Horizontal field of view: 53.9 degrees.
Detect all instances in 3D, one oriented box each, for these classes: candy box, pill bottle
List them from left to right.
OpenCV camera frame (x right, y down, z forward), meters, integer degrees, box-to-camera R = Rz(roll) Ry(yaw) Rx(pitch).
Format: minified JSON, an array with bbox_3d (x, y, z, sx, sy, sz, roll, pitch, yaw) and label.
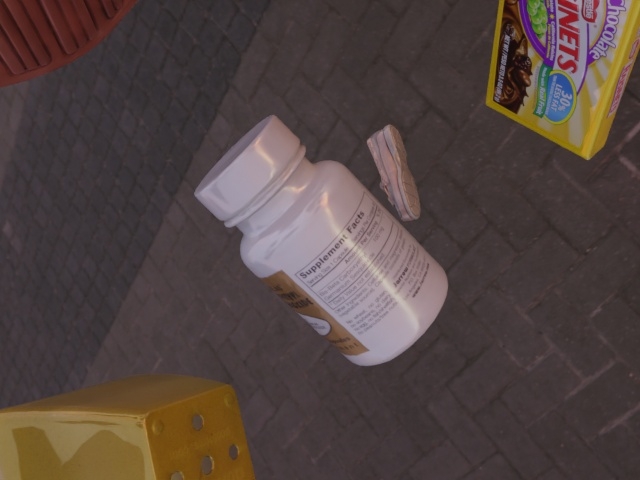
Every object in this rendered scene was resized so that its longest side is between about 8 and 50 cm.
[{"bbox_3d":[0.000,0.000,0.590,0.229,0.131,0.131,45,134,-17],"label":"pill bottle"},{"bbox_3d":[0.175,-0.156,0.445,0.105,0.027,0.205,37,156,29],"label":"candy box"}]

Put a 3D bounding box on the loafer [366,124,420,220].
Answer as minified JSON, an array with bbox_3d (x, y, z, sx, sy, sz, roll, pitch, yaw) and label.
[{"bbox_3d":[0.085,-0.076,0.744,0.039,0.045,0.125,-23,65,28],"label":"loafer"}]

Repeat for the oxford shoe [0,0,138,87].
[{"bbox_3d":[-0.201,-0.238,0.455,0.146,0.397,0.140,44,157,17],"label":"oxford shoe"}]

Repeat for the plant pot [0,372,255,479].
[{"bbox_3d":[-0.192,0.254,0.689,0.187,0.212,0.212,-19,82,29],"label":"plant pot"}]
